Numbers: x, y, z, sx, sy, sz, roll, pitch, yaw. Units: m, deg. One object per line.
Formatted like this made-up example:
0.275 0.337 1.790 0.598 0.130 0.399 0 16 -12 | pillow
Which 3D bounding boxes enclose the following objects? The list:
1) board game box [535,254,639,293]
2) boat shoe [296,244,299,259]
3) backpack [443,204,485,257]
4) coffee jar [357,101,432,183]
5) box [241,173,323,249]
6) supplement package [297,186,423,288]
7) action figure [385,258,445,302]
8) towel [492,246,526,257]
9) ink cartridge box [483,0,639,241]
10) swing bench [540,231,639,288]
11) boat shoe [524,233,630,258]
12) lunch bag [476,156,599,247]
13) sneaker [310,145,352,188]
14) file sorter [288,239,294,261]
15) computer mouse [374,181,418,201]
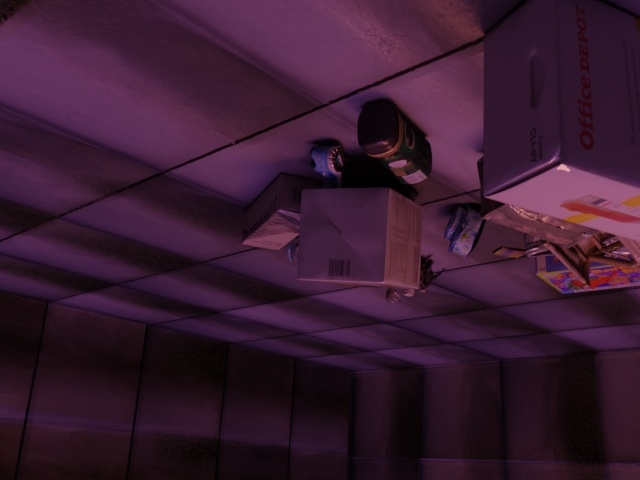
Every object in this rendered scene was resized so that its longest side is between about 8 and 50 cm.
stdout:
0.808 0.067 1.946 0.347 0.078 0.233 -11 157 35 | board game box
0.071 0.046 1.971 0.324 0.097 0.116 -7 159 27 | boat shoe
0.349 -0.022 1.707 0.084 0.114 0.105 21 164 8 | backpack
0.139 -0.181 1.309 0.079 0.096 0.184 -12 155 30 | coffee jar
-0.098 -0.063 1.689 0.113 0.094 0.275 9 159 -21 | box
0.096 0.002 1.545 0.199 0.198 0.262 1 174 24 | supplement package
0.236 0.114 2.085 0.275 0.141 0.164 11 156 -12 | action figure
0.543 0.035 2.000 0.083 0.010 0.060 8 161 -10 | towel
0.434 -0.168 1.026 0.384 0.279 0.160 13 160 -24 | ink cartridge box
0.657 -0.022 1.545 0.254 0.165 0.253 -9 149 39 | swing bench
0.663 0.007 1.758 0.320 0.103 0.118 7 161 -11 | boat shoe
0.484 -0.122 1.328 0.235 0.169 0.287 16 149 -25 | lunch bag
0.019 -0.160 1.475 0.073 0.063 0.162 17 162 19 | sneaker
0.000 0.000 1.841 0.170 0.105 0.118 3 160 3 | file sorter
0.110 -0.112 1.618 0.241 0.041 0.071 1 174 23 | computer mouse
